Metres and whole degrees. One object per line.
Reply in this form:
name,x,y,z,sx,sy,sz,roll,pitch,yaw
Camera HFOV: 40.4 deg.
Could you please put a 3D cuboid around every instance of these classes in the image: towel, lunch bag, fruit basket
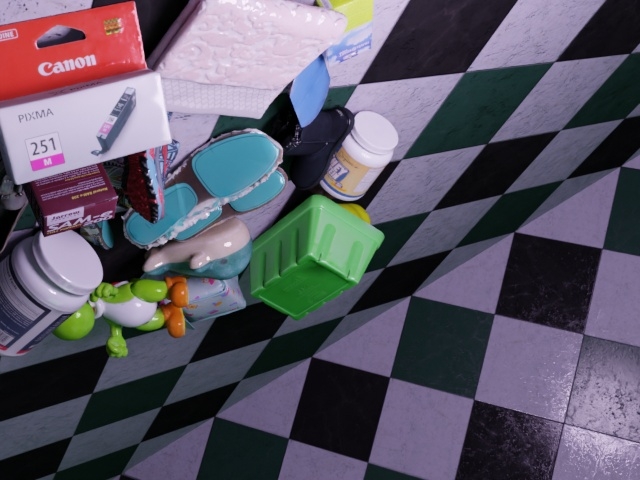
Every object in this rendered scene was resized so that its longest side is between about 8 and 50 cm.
towel,-0.157,-0.340,1.632,0.331,0.053,0.317,-3,151,-45
lunch bag,-0.359,0.143,2.346,0.262,0.160,0.223,-19,162,3
fruit basket,0.000,0.000,2.412,0.283,0.392,0.392,31,125,-22

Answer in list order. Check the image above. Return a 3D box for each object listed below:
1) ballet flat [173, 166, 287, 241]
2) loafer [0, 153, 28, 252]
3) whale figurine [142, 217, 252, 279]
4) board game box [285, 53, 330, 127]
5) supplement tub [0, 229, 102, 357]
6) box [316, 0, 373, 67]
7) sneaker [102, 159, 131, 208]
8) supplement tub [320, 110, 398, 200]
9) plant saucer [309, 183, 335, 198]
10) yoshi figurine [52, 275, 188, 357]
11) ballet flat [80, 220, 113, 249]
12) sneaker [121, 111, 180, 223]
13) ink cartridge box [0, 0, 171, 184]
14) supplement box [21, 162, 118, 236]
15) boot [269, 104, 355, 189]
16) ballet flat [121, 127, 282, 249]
ballet flat,-0.226,-0.100,2.074,0.316,0.108,0.106,-23,-170,3
loafer,-0.595,-0.074,1.674,0.096,0.084,0.267,-7,149,-43
whale figurine,-0.297,0.042,2.144,0.272,0.216,0.141,-18,115,-1
board game box,-0.033,-0.327,1.847,0.133,0.033,0.169,-60,157,-19
supplement tub,-0.627,0.111,1.891,0.272,0.191,0.191,-38,157,19
box,0.051,-0.433,1.749,0.109,0.042,0.178,-25,158,-9
sneaker,-0.418,-0.115,1.794,0.225,0.093,0.088,-8,151,-40
supplement tub,0.091,-0.208,2.150,0.144,0.144,0.200,-12,151,-38
plant saucer,0.063,-0.169,2.348,0.198,0.036,0.198,-24,157,-11
yoshi figurine,-0.501,0.175,2.085,0.362,0.204,0.203,1,168,-16
ballet flat,-0.507,-0.034,1.921,0.070,0.070,0.188,-25,156,-12
sneaker,-0.322,-0.154,1.729,0.125,0.104,0.262,-32,138,-39
ink cartridge box,-0.395,-0.243,1.414,0.275,0.060,0.239,-19,119,-25
supplement box,-0.457,-0.135,1.504,0.130,0.239,0.073,-18,156,-26
boot,-0.052,-0.216,2.020,0.207,0.094,0.246,-8,143,-50
ballet flat,-0.267,-0.127,1.952,0.409,0.147,0.147,-30,158,9
